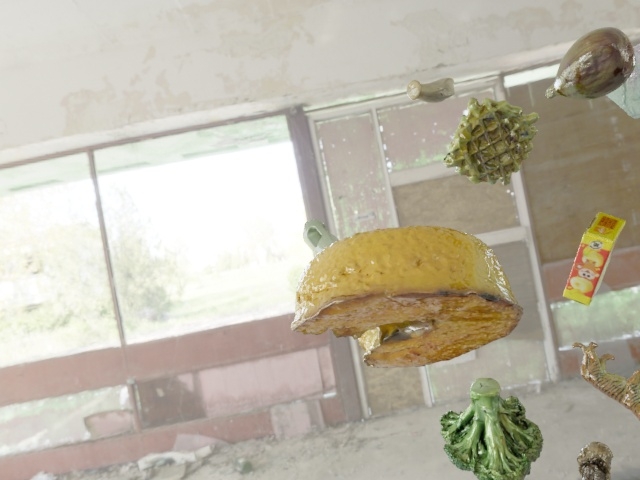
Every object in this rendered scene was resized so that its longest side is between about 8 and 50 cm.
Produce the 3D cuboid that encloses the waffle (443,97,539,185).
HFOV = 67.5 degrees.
[{"bbox_3d":[0.446,-0.247,1.240,0.204,0.223,0.054,15,28,-5],"label":"waffle"}]

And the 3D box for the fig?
[{"bbox_3d":[0.461,-0.298,0.839,0.103,0.109,0.154,-30,7,-38],"label":"fig"}]

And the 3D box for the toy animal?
[{"bbox_3d":[0.714,0.338,1.152,0.241,0.099,0.057,35,-1,28],"label":"toy animal"}]

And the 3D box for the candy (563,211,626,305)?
[{"bbox_3d":[0.881,0.063,1.548,0.088,0.276,0.146,25,45,32],"label":"candy"}]

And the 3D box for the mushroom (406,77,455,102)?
[{"bbox_3d":[0.505,-0.675,2.167,0.247,0.096,0.108,-12,-32,-24],"label":"mushroom"}]

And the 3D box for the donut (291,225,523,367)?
[{"bbox_3d":[0.175,0.111,0.915,0.377,0.164,0.435,-13,-31,20],"label":"donut"}]

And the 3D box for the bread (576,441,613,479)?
[{"bbox_3d":[0.612,0.506,1.071,0.060,0.113,0.082,-1,-3,8],"label":"bread"}]

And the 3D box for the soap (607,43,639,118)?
[{"bbox_3d":[1.213,-0.582,1.665,0.446,0.261,0.156,-2,25,39],"label":"soap"}]

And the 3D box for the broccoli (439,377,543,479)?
[{"bbox_3d":[0.428,0.475,1.204,0.254,0.269,0.269,-17,0,-5],"label":"broccoli"}]

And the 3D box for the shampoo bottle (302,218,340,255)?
[{"bbox_3d":[0.000,0.000,1.655,0.087,0.118,0.234,-17,37,-20],"label":"shampoo bottle"}]
